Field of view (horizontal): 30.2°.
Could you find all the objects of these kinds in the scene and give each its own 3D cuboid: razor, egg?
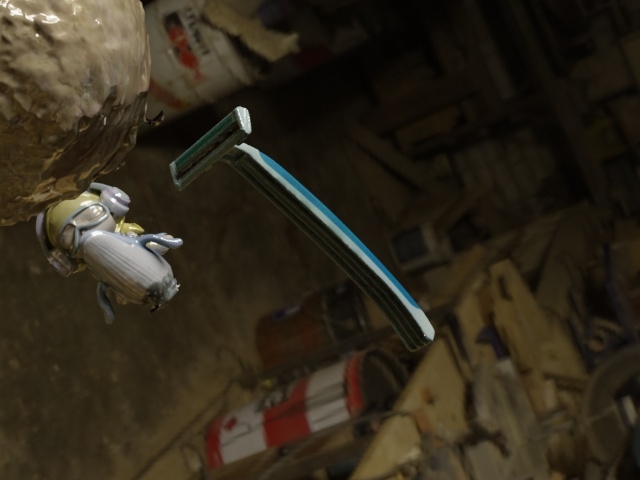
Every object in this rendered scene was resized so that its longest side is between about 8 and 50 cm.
[{"bbox_3d":[0.001,-0.003,0.717,0.191,0.068,0.037,41,39,-17],"label":"razor"},{"bbox_3d":[-0.270,-0.143,0.966,0.279,0.310,0.279,9,70,-25],"label":"egg"}]

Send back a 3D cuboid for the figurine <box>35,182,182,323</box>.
[{"bbox_3d":[-0.243,0.012,1.392,0.184,0.128,0.208,41,-2,7],"label":"figurine"}]
